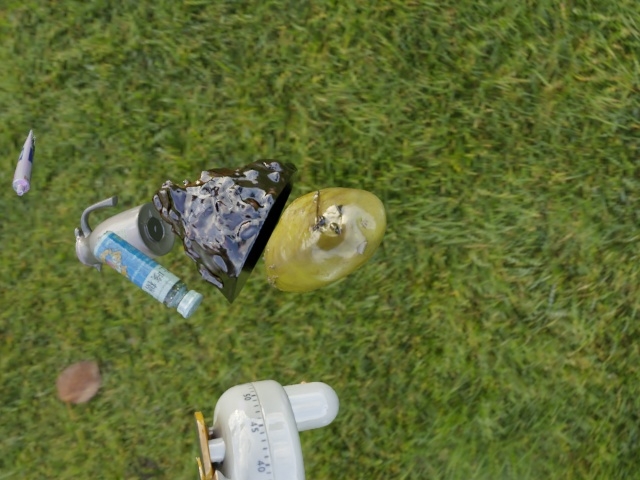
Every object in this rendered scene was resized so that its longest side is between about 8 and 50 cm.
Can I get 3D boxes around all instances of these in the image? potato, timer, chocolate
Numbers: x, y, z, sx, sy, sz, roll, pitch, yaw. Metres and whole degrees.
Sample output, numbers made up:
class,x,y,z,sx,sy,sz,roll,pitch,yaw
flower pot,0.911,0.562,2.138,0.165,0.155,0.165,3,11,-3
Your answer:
class,x,y,z,sx,sy,sz,roll,pitch,yaw
potato,0.000,0.000,1.733,0.300,0.140,0.172,-28,43,58
timer,-0.070,0.327,1.594,0.240,0.233,0.233,-8,91,-12
chocolate,-0.156,-0.052,1.514,0.177,0.224,0.206,27,67,0

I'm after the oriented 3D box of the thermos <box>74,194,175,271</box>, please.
class,x,y,z,sx,sy,sz,roll,pitch,yaw
thermos,-0.391,-0.016,1.975,0.193,0.105,0.137,-15,105,32

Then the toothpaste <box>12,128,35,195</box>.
class,x,y,z,sx,sy,sz,roll,pitch,yaw
toothpaste,-0.505,-0.129,1.756,0.028,0.169,0.045,6,126,-13

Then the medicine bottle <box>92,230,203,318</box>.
class,x,y,z,sx,sy,sz,roll,pitch,yaw
medicine bottle,-0.281,0.055,1.673,0.191,0.051,0.051,33,106,7
